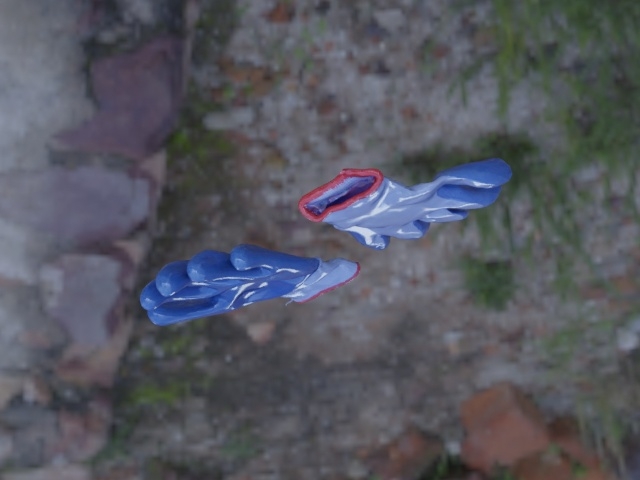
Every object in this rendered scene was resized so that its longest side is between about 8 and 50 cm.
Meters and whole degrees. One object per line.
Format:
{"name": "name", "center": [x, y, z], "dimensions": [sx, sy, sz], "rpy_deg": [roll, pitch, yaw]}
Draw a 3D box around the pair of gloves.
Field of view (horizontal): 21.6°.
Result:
{"name": "pair of gloves", "center": [0.000, 0.000, 0.885], "dimensions": [0.198, 0.023, 0.159], "rpy_deg": [-26, 165, 28]}
